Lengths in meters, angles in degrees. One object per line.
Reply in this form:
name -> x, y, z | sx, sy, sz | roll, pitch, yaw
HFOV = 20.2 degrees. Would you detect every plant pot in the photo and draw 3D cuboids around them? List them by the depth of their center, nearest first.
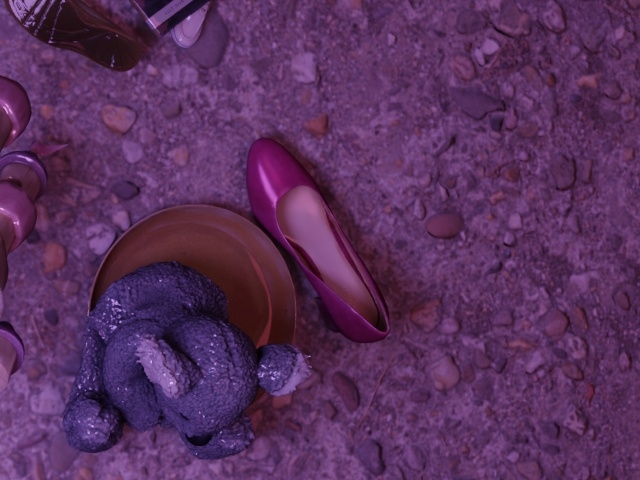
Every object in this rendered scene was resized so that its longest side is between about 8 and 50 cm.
plant pot -> -0.138, 0.080, 1.903 | 0.236, 0.032, 0.236 | 0, 91, -26

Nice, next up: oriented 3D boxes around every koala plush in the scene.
koala plush -> -0.129, 0.122, 1.768 | 0.196, 0.221, 0.203 | 6, 88, -25

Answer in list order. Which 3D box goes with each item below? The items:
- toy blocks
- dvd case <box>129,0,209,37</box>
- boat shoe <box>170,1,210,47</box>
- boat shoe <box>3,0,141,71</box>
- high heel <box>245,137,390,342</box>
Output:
toy blocks -> -0.400, -0.018, 1.700 | 0.288, 0.260, 0.309 | 0, 118, 3
dvd case -> -0.173, -0.344, 1.869 | 0.164, 0.018, 0.221 | -40, 96, -20
boat shoe -> -0.132, -0.253, 1.899 | 0.035, 0.035, 0.100 | 18, 83, -25
boat shoe -> -0.254, -0.224, 1.842 | 0.153, 0.048, 0.056 | 24, 104, -17
high heel -> 0.000, 0.000, 1.919 | 0.082, 0.117, 0.244 | -25, 101, -23
